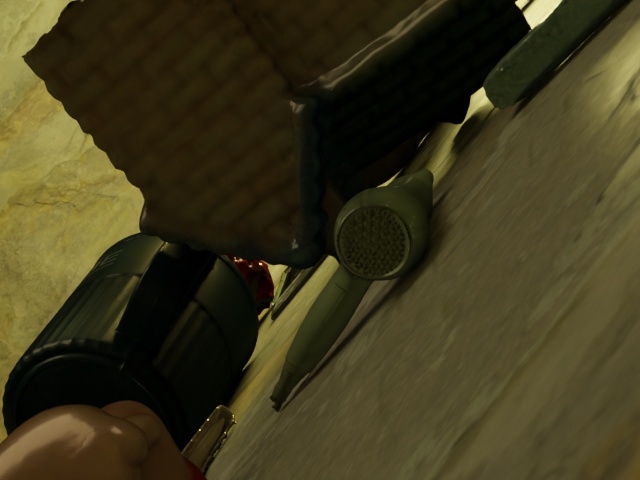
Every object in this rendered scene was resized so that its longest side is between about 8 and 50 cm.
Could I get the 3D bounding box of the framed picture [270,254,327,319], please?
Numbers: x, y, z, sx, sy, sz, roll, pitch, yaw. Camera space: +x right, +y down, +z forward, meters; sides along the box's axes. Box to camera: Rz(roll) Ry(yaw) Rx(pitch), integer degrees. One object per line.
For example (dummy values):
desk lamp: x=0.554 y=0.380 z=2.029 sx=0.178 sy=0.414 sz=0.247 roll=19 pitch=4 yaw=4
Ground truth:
framed picture: x=0.000 y=0.000 z=1.745 sx=0.232 sy=0.019 sz=0.296 roll=-51 pitch=5 yaw=7

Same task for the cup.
cup: x=-0.201 y=0.140 z=1.369 sx=0.307 sy=0.242 sz=0.292 roll=-29 pitch=14 yaw=23

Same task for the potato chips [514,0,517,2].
potato chips: x=0.329 y=-0.405 z=1.667 sx=0.220 sy=0.029 sz=0.202 roll=-48 pitch=8 yaw=16

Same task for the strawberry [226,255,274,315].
strawberry: x=-0.180 y=0.082 z=1.796 sx=0.184 sy=0.201 sz=0.187 roll=-1 pitch=-62 yaw=-63

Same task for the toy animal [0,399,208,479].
toy animal: x=-0.174 y=0.208 z=0.895 sx=0.171 sy=0.171 sz=0.198 roll=-52 pitch=-31 yaw=-12

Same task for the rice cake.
rice cake: x=0.223 y=-0.197 z=0.957 sx=0.045 sy=0.042 sz=0.245 roll=-39 pitch=-5 yaw=-47

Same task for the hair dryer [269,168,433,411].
hair dryer: x=0.022 y=0.049 z=0.998 sx=0.237 sy=0.075 sz=0.206 roll=-58 pitch=-5 yaw=15

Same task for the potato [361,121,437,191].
potato: x=0.082 y=-0.175 z=1.548 sx=0.165 sy=0.165 sz=0.262 roll=-46 pitch=13 yaw=50

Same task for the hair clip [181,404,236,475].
hair clip: x=-0.142 y=0.243 z=1.128 sx=0.072 sy=0.034 sz=0.226 roll=-49 pitch=4 yaw=30

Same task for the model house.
model house: x=-0.006 y=-0.191 z=1.285 sx=0.445 sy=0.400 sz=0.395 roll=-39 pitch=-1 yaw=13
